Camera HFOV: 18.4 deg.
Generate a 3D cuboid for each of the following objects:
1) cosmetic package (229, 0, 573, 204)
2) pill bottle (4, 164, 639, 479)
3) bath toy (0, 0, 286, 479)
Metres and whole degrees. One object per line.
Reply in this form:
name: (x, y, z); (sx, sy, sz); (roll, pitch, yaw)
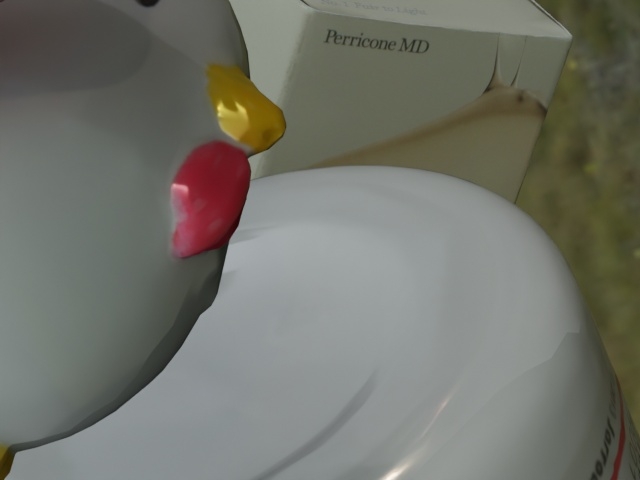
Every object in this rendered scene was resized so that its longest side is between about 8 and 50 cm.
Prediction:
cosmetic package: (0.000, 0.000, 1.061); (0.113, 0.160, 0.309); (54, 135, 50)
pill bottle: (0.037, 0.196, 0.681); (0.229, 0.229, 0.407); (-113, -1, -60)
bath toy: (-0.092, -0.087, 0.303); (0.151, 0.129, 0.348); (28, 161, 35)
